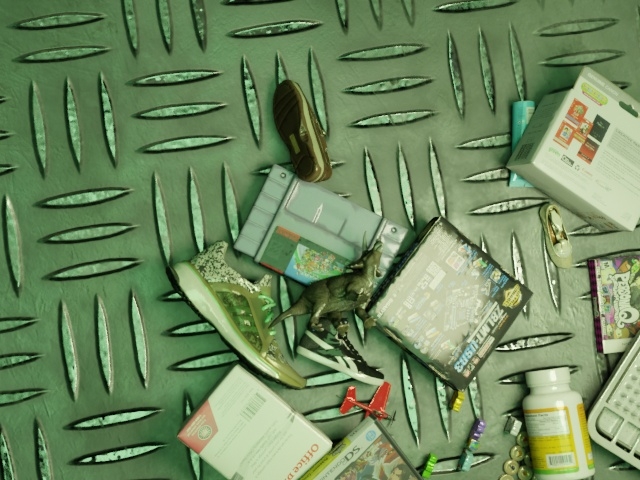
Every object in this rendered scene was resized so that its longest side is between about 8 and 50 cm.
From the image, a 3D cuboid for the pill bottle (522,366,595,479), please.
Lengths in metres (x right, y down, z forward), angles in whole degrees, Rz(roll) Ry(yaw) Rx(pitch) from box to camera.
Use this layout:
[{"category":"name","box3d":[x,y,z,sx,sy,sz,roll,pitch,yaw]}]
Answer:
[{"category":"pill bottle","box3d":[0.545,0.422,1.801,0.136,0.136,0.246,-6,79,-7]}]

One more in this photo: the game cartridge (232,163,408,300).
[{"category":"game cartridge","box3d":[0.000,0.000,1.812,0.355,0.068,0.230,26,80,-4]}]

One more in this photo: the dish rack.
[{"category":"dish rack","box3d":[0.800,0.373,1.849,0.285,0.072,0.333,32,91,-9]}]

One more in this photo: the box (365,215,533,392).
[{"category":"box","box3d":[0.293,0.146,1.794,0.293,0.073,0.295,39,81,-8]}]

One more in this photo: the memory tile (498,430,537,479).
[{"category":"memory tile","box3d":[0.496,0.539,1.857,0.113,0.012,0.148,25,84,-4]}]

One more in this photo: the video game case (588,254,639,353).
[{"category":"video game case","box3d":[0.768,0.152,1.896,0.210,0.042,0.232,-4,87,-8]}]

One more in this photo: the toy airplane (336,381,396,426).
[{"category":"toy airplane","box3d":[0.108,0.389,1.814,0.151,0.028,0.151,1,85,-7]}]

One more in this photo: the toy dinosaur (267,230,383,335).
[{"category":"toy dinosaur","box3d":[0.033,0.129,1.725,0.313,0.160,0.121,-31,124,5]}]

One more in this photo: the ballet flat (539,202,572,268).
[{"category":"ballet flat","box3d":[0.572,-0.009,1.878,0.057,0.052,0.168,-20,89,-7]}]

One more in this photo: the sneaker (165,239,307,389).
[{"category":"sneaker","box3d":[-0.153,0.161,1.743,0.182,0.158,0.410,-44,94,-13]}]

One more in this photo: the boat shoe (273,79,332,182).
[{"category":"boat shoe","box3d":[-0.037,-0.251,1.816,0.095,0.095,0.258,-24,73,36]}]

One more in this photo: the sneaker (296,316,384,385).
[{"category":"sneaker","box3d":[0.064,0.245,1.791,0.216,0.079,0.121,23,86,-3]}]

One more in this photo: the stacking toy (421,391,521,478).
[{"category":"stacking toy","box3d":[0.353,0.482,1.828,0.167,0.052,0.221,25,86,-3]}]

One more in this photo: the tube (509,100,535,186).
[{"category":"tube","box3d":[0.495,-0.233,1.888,0.080,0.052,0.207,-1,91,-5]}]

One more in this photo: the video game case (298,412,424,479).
[{"category":"video game case","box3d":[0.096,0.561,1.737,0.248,0.035,0.275,-41,116,-12]}]

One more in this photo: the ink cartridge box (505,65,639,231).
[{"category":"ink cartridge box","box3d":[0.646,-0.212,1.839,0.309,0.130,0.272,31,83,-14]}]

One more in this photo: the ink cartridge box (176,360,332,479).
[{"category":"ink cartridge box","box3d":[-0.146,0.438,1.736,0.283,0.117,0.207,41,83,-3]}]
